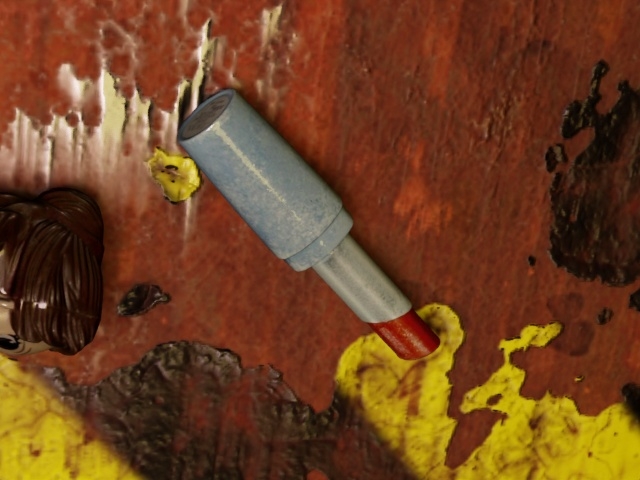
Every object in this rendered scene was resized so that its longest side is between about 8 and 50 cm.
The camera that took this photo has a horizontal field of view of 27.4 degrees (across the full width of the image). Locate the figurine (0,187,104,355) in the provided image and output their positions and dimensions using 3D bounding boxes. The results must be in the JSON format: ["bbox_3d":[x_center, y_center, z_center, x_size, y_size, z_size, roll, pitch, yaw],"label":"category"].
[{"bbox_3d":[-0.301,0.026,0.894,0.315,0.168,0.187,12,148,-28],"label":"figurine"}]

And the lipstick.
[{"bbox_3d":[0.000,0.000,1.017,0.068,0.061,0.274,-43,114,-1],"label":"lipstick"}]
